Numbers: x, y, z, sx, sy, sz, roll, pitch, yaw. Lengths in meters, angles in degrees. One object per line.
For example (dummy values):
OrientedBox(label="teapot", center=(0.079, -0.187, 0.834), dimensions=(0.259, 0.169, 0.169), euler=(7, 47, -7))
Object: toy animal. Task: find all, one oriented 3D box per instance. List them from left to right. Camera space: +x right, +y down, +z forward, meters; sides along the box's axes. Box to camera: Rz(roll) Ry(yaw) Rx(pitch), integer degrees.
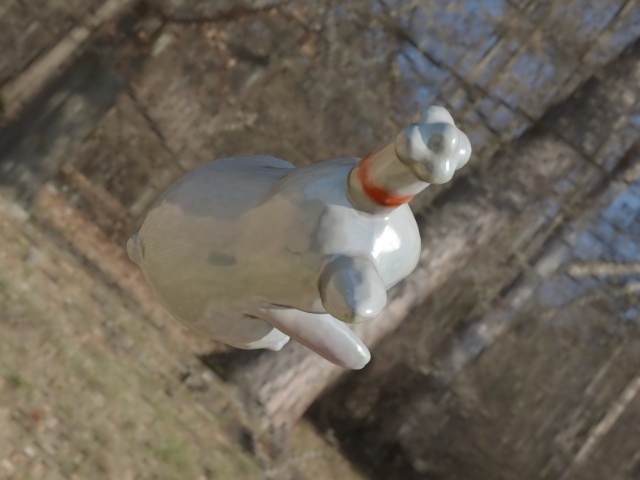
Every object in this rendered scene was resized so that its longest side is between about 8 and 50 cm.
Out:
OrientedBox(label="toy animal", center=(0.005, 0.004, 0.945), dimensions=(0.138, 0.141, 0.282), euler=(17, -15, -42))
